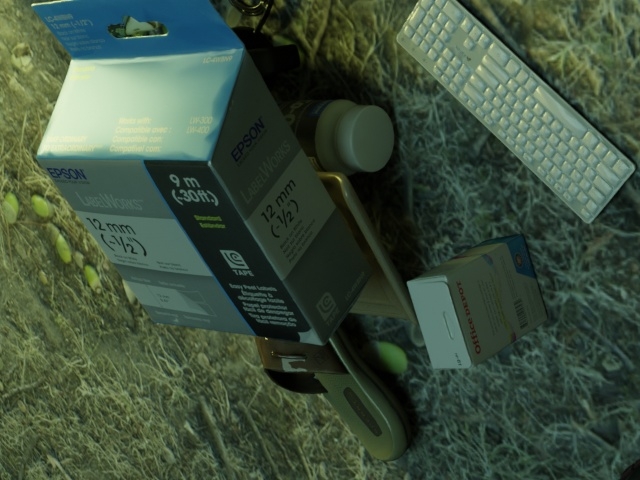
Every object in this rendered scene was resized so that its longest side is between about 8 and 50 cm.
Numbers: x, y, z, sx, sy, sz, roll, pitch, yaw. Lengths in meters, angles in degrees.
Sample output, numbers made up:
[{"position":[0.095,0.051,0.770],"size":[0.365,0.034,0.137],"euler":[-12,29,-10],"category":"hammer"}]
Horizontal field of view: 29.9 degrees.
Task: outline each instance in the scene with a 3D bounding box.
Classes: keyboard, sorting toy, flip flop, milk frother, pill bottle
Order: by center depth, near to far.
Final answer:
[{"position":[0.170,-0.126,1.071],"size":[0.256,0.014,0.072],"euler":[47,134,18],"category":"keyboard"},{"position":[0.002,-0.103,1.200],"size":[0.137,0.078,0.078],"euler":[5,111,43],"category":"pill bottle"},{"position":[-0.104,-0.208,1.211],"size":[0.129,0.135,0.143],"euler":[-26,91,26],"category":"milk frother"},{"position":[0.000,0.000,1.243],"size":[0.208,0.038,0.193],"euler":[8,137,46],"category":"sorting toy"},{"position":[-0.014,0.138,1.305],"size":[0.277,0.080,0.112],"euler":[51,152,7],"category":"flip flop"}]

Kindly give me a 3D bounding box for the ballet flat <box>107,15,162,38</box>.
[{"position":[-0.191,-0.271,1.329],"size":[0.070,0.070,0.188],"euler":[55,140,11],"category":"ballet flat"}]

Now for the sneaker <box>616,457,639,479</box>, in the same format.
[{"position":[0.250,0.297,1.075],"size":[0.106,0.162,0.281],"euler":[51,136,15],"category":"sneaker"}]

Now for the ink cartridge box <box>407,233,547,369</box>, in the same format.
[{"position":[0.145,0.056,1.098],"size":[0.052,0.122,0.088],"euler":[-10,101,46],"category":"ink cartridge box"}]

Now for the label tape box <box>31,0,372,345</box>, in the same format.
[{"position":[-0.136,-0.063,1.136],"size":[0.249,0.115,0.348],"euler":[4,139,41],"category":"label tape box"}]
